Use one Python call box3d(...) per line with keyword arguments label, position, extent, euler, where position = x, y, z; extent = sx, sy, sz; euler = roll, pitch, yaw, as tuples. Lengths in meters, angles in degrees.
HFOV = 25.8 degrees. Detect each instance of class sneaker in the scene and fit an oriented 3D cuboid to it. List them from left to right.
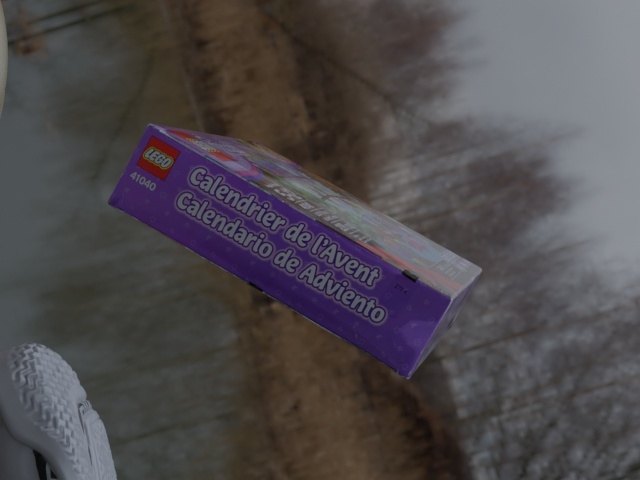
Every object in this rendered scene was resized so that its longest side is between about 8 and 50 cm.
box3d(label="sneaker", position=(-0.242, 0.260, 1.009), extent=(0.137, 0.210, 0.366), euler=(-107, -174, -71))

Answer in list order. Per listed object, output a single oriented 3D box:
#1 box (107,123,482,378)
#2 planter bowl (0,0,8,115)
box3d(label="box", position=(0.000, 0.000, 0.916), extent=(0.201, 0.057, 0.293), euler=(29, 6, 7))
box3d(label="planter bowl", position=(-0.182, -0.073, 0.476), extent=(0.109, 0.162, 0.162), euler=(-18, -91, 68))
